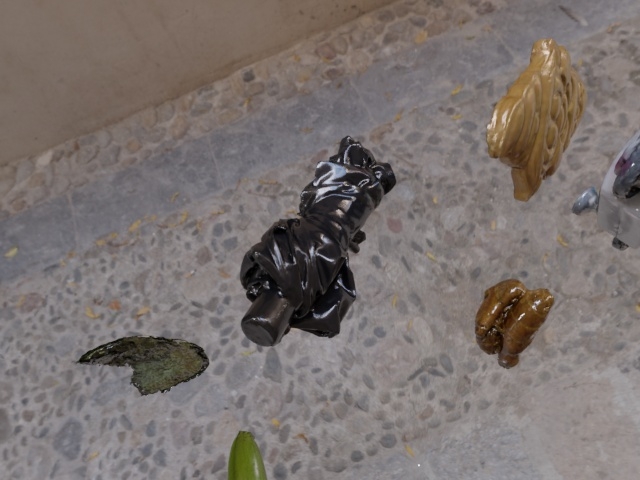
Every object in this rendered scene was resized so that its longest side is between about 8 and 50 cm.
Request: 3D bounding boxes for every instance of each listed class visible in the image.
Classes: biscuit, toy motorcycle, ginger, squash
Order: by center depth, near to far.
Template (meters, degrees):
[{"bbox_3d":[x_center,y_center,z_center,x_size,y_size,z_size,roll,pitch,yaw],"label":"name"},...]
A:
[{"bbox_3d":[0.377,-0.075,0.508,0.171,0.260,0.110,-48,55,8],"label":"toy motorcycle"},{"bbox_3d":[0.247,-0.133,0.511,0.035,0.163,0.250,19,34,37],"label":"biscuit"},{"bbox_3d":[-0.102,0.372,0.663,0.066,0.066,0.201,-16,49,4],"label":"squash"},{"bbox_3d":[0.303,0.134,0.773,0.103,0.073,0.162,30,119,27],"label":"ginger"}]

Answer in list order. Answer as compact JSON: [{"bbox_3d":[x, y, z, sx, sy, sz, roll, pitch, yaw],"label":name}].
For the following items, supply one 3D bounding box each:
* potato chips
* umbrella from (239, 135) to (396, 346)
[{"bbox_3d":[-0.315,0.223,0.846,0.202,0.220,0.029,-34,49,25],"label":"potato chips"},{"bbox_3d":[0.001,0.000,0.502,0.110,0.122,0.272,5,41,23],"label":"umbrella"}]
